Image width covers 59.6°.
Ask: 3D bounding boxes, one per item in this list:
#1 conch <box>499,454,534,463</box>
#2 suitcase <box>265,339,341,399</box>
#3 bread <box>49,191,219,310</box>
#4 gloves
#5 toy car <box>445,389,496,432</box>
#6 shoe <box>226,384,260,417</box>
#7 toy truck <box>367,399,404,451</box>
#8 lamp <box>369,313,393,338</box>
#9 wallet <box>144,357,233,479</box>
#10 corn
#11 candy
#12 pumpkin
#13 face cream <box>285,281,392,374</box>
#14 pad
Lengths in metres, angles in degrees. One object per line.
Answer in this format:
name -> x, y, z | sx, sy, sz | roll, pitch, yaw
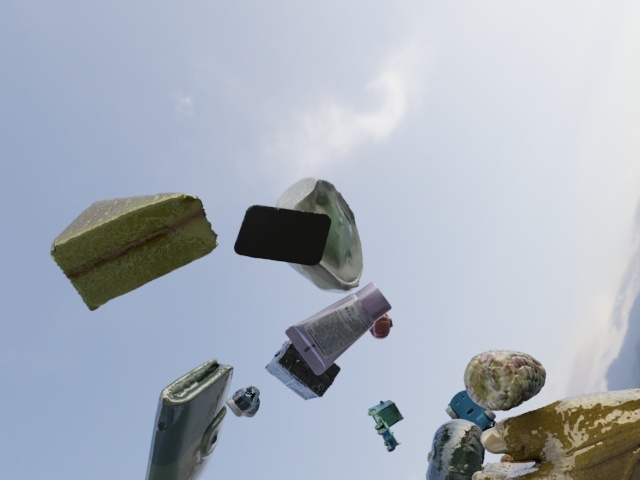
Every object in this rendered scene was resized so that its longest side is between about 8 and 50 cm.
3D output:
conch -> 0.527, 0.666, 1.490 | 0.093, 0.109, 0.331 | 4, -89, -85
suitcase -> -0.071, 0.491, 2.167 | 0.152, 0.229, 0.335 | -52, -1, -22
bread -> -0.491, 0.013, 1.526 | 0.245, 0.361, 0.233 | -68, -38, -51
gloves -> 0.377, 0.337, 0.830 | 0.203, 0.356, 0.155 | 53, -156, -23
toy car -> 0.497, 0.557, 1.811 | 0.126, 0.161, 0.098 | -46, -16, 6
shoe -> -0.260, 0.578, 2.022 | 0.106, 0.091, 0.207 | -44, -20, -2
toy truck -> 0.181, 0.479, 1.461 | 0.081, 0.175, 0.067 | -32, -82, -3
lamp -> 0.206, 0.292, 1.955 | 0.107, 0.092, 0.108 | -5, -90, -88
wallet -> -0.298, 0.453, 1.249 | 0.252, 0.083, 0.361 | -26, -46, -64
corn -> 0.285, 0.205, 0.842 | 0.253, 0.086, 0.086 | 15, -87, -57
candy -> 0.000, 0.000, 1.869 | 0.427, 0.186, 0.386 | 48, -143, -30
pumpkin -> 0.334, 0.542, 1.349 | 0.211, 0.152, 0.212 | 8, -90, -83
face cream -> 0.058, 0.224, 1.487 | 0.273, 0.096, 0.154 | -35, -82, 1
pad -> -0.118, 0.063, 1.515 | 0.055, 0.249, 0.323 | 45, -126, -75
